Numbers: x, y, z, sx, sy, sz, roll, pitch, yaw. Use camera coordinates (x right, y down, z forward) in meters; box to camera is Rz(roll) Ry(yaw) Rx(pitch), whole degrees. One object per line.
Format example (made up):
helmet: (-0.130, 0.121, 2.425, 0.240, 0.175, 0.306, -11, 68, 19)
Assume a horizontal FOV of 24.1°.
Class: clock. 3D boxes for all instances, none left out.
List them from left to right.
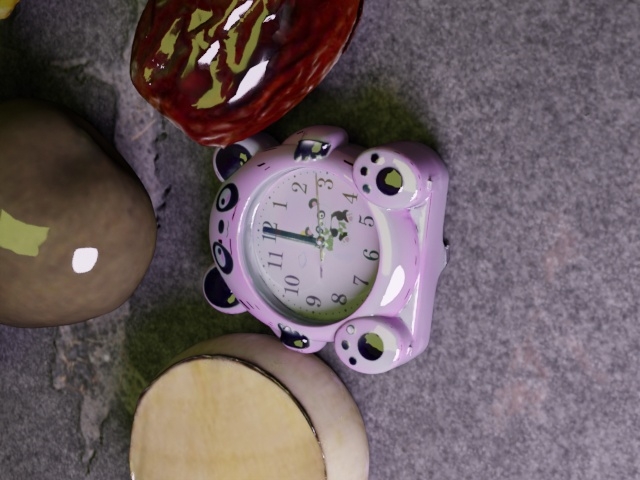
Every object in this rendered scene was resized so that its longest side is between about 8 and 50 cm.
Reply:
clock: (0.000, 0.000, 1.481, 0.248, 0.090, 0.228, 13, 104, 28)

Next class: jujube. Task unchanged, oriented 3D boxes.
jujube: (-0.070, -0.210, 1.430, 0.183, 0.183, 0.243, 44, 96, 16)

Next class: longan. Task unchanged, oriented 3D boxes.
longan: (-0.291, -0.029, 1.562, 0.246, 0.215, 0.246, 2, 109, 7)

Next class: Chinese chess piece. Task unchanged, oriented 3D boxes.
Chinese chess piece: (-0.075, 0.223, 1.547, 0.257, 0.104, 0.257, 5, 100, 29)

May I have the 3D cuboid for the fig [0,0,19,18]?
fig: (-0.431, -0.365, 1.537, 0.343, 0.343, 0.343, 5, 100, 28)
